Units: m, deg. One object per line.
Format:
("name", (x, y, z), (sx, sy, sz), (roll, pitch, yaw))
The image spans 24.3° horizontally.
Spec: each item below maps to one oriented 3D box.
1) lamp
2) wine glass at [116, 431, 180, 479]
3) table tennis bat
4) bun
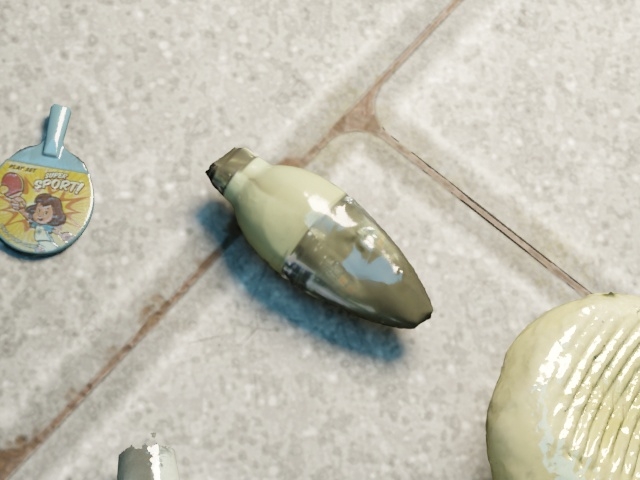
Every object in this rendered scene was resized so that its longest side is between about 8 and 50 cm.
("lamp", (0.000, 0.000, 1.390), (0.250, 0.101, 0.101), (40, 67, 7))
("wine glass", (-0.139, 0.295, 1.260), (0.074, 0.074, 0.262), (-3, 66, -10))
("table tennis bat", (-0.262, -0.057, 1.419), (0.100, 0.019, 0.155), (11, 68, -3))
("bun", (0.247, 0.185, 1.320), (0.259, 0.160, 0.259), (11, 63, -22))
